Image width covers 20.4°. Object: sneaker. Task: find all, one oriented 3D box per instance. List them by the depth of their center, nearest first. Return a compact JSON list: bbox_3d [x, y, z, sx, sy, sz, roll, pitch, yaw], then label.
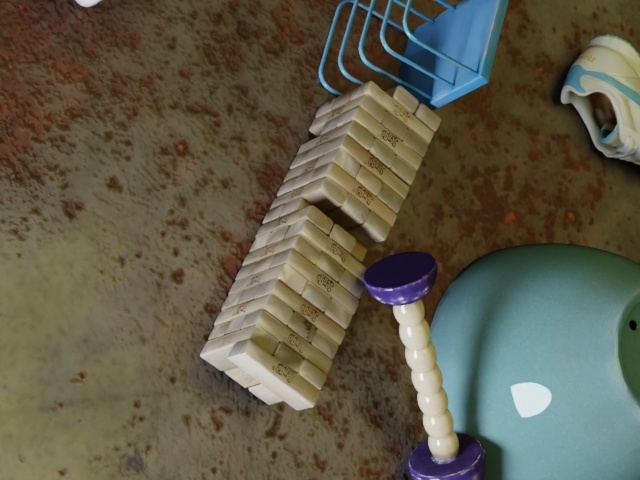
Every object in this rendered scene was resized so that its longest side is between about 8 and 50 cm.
[{"bbox_3d":[0.358,-0.118,1.975,0.228,0.087,0.092,44,65,-9],"label":"sneaker"}]

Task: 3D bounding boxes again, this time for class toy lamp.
[{"bbox_3d":[0.103,0.146,1.689,0.080,0.080,0.275,-33,119,-35],"label":"toy lamp"}]

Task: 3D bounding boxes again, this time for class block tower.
[{"bbox_3d":[0.000,0.000,1.691,0.091,0.097,0.335,37,59,-21],"label":"block tower"}]

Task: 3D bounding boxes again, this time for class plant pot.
[{"bbox_3d":[0.279,0.129,1.785,0.290,0.195,0.290,10,73,-32],"label":"plant pot"}]

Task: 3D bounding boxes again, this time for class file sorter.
[{"bbox_3d":[0.090,-0.203,1.756,0.104,0.170,0.118,27,65,-22],"label":"file sorter"}]

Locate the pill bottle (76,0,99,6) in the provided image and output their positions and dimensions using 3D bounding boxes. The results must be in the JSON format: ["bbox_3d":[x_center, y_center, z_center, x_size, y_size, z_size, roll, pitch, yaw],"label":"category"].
[{"bbox_3d":[-0.228,-0.383,1.577,0.176,0.176,0.318,-41,102,-34],"label":"pill bottle"}]
